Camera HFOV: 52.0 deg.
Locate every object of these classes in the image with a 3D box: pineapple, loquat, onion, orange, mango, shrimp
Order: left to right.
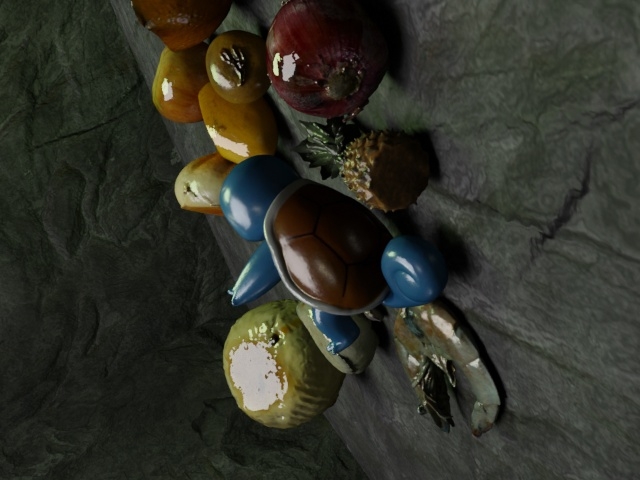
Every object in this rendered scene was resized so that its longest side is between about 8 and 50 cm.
[{"bbox_3d":[-0.275,-0.482,1.171,0.310,0.274,0.274,1,-130,-55],"label":"orange"},{"bbox_3d":[-0.179,-0.260,1.451,0.252,0.154,0.126,52,-177,30],"label":"mango"},{"bbox_3d":[-0.150,-0.328,1.246,0.141,0.141,0.141,56,165,23],"label":"loquat"},{"bbox_3d":[-0.004,-0.254,0.842,0.159,0.159,0.195,82,165,-55],"label":"onion"},{"bbox_3d":[0.058,-0.122,0.971,0.130,0.119,0.277,19,-170,-29],"label":"pineapple"},{"bbox_3d":[0.224,0.244,1.160,0.247,0.085,0.360,38,150,44],"label":"shrimp"}]

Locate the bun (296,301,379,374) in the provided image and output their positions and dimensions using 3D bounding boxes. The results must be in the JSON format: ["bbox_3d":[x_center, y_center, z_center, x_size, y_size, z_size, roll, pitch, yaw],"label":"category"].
[{"bbox_3d":[0.048,0.202,1.558,0.239,0.141,0.239,51,167,17],"label":"bun"}]

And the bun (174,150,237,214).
[{"bbox_3d":[-0.203,-0.142,1.586,0.299,0.299,0.165,172,103,-75],"label":"bun"}]

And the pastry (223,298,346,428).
[{"bbox_3d":[-0.092,0.358,1.955,0.312,0.388,0.388,3,-132,-58],"label":"pastry"}]

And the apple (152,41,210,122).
[{"bbox_3d":[-0.316,-0.387,1.613,0.235,0.173,0.210,-129,56,-66],"label":"apple"}]

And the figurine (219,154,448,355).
[{"bbox_3d":[0.011,0.028,1.063,0.416,0.298,0.243,29,151,27],"label":"figurine"}]

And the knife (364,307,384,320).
[{"bbox_3d":[0.018,0.073,1.509,0.089,0.043,0.365,8,-152,-50],"label":"knife"}]
